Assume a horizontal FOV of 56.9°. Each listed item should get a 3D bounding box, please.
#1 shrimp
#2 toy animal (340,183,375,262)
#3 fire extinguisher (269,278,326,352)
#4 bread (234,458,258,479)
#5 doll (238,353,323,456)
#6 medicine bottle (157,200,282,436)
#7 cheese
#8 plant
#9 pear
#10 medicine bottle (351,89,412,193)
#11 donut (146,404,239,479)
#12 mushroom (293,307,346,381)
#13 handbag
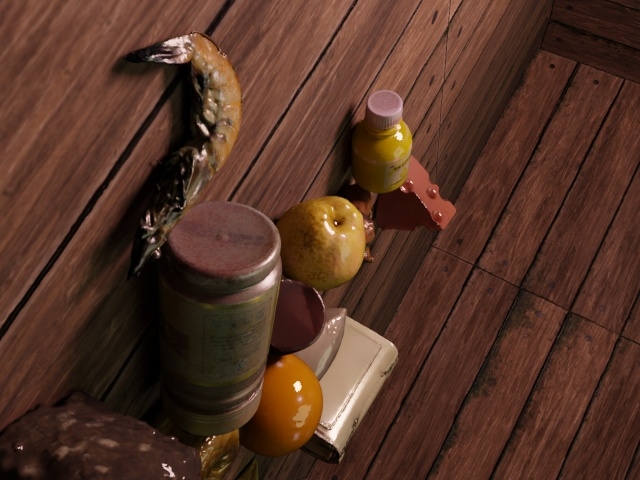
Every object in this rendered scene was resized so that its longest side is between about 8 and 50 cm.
[{"bbox_3d":[-0.165,-0.095,0.605,0.262,0.051,0.198,-62,157,-14],"label":"shrimp"},{"bbox_3d":[0.076,-0.041,1.243,0.312,0.097,0.157,-82,-179,-57],"label":"toy animal"},{"bbox_3d":[-0.065,0.139,1.060,0.337,0.114,0.135,121,-16,-75],"label":"fire extinguisher"},{"bbox_3d":[-0.216,0.664,1.650,0.109,0.080,0.084,-103,-155,-56],"label":"bread"},{"bbox_3d":[-0.113,0.330,1.160,0.236,0.213,0.213,-13,130,-51],"label":"doll"},{"bbox_3d":[-0.140,0.112,0.797,0.151,0.151,0.322,-46,156,-45],"label":"medicine bottle"},{"bbox_3d":[0.242,-0.128,1.604,0.128,0.203,0.177,-45,127,-43],"label":"cheese"},{"bbox_3d":[-0.212,0.321,0.629,0.215,0.312,0.213,-68,167,4],"label":"plant"},{"bbox_3d":[0.000,0.000,1.028,0.178,0.178,0.178,-54,161,-28],"label":"pear"},{"bbox_3d":[0.121,-0.198,1.167,0.122,0.122,0.212,-56,162,-24],"label":"medicine bottle"},{"bbox_3d":[-0.240,0.382,0.954,0.261,0.128,0.208,-65,163,1],"label":"donut"},{"bbox_3d":[-0.046,0.300,1.427,0.350,0.128,0.128,-56,162,-12],"label":"mushroom"},{"bbox_3d":[0.034,0.392,1.604,0.358,0.237,0.160,-49,157,-39],"label":"handbag"}]
